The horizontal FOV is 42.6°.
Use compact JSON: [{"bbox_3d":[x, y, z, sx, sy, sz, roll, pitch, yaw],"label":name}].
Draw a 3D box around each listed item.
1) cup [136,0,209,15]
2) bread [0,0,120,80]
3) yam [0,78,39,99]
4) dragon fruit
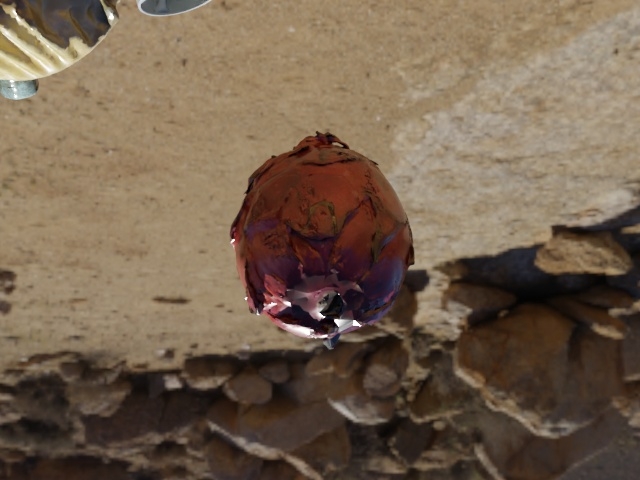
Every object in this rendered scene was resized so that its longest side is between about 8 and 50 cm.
[{"bbox_3d":[-0.187,-0.325,0.899,0.136,0.133,0.099,-16,177,-42],"label":"cup"},{"bbox_3d":[-0.330,-0.323,0.708,0.236,0.389,0.183,-31,168,8],"label":"bread"},{"bbox_3d":[-0.470,-0.284,1.247,0.068,0.068,0.169,2,153,-10],"label":"yam"},{"bbox_3d":[0.000,0.000,1.264,0.295,0.302,0.296,0,128,1],"label":"dragon fruit"}]
